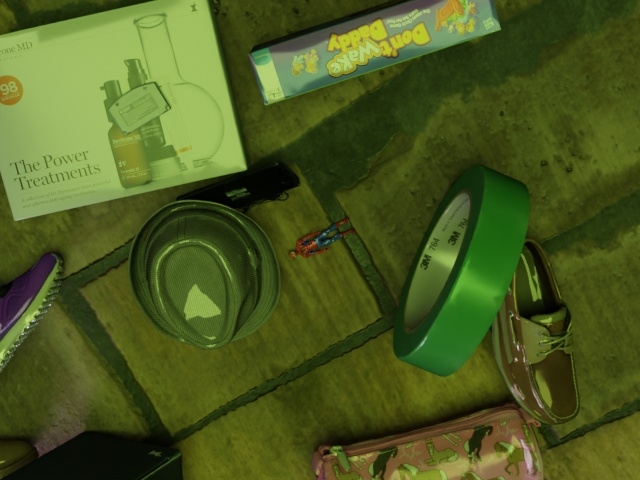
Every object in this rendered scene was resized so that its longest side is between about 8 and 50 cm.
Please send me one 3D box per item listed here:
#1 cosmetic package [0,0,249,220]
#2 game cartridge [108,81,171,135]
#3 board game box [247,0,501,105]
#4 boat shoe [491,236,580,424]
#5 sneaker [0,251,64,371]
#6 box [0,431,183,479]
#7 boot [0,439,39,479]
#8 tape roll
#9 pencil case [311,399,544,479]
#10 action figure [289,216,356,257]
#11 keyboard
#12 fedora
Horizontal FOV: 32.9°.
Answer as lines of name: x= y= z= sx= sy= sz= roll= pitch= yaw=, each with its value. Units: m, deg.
cosmetic package: x=-0.325 y=-0.211 z=1.689 sx=0.377 sy=0.097 sz=0.284 roll=-13 pitch=101 yaw=1
game cartridge: x=-0.275 y=-0.201 z=1.635 sx=0.083 sy=0.017 sz=0.056 roll=-29 pitch=106 yaw=4
board game box: x=0.071 y=-0.300 z=1.609 sx=0.347 sy=0.233 sz=0.078 roll=-18 pitch=103 yaw=3
boat shoe: x=0.345 y=0.142 z=1.739 sx=0.123 sy=0.116 sz=0.324 roll=-21 pitch=90 yaw=-24
sneaker: x=-0.537 y=0.120 z=1.736 sx=0.146 sy=0.102 sz=0.293 roll=36 pitch=86 yaw=-4
box: x=-0.377 y=0.553 z=1.732 sx=0.212 sy=0.293 sz=0.395 roll=6 pitch=104 yaw=26
boot: x=-0.620 y=0.280 z=1.797 sx=0.236 sy=0.089 sz=0.269 roll=-16 pitch=99 yaw=-5
tape roll: x=0.209 y=0.045 z=1.648 sx=0.077 sy=0.321 sz=0.321 roll=23 pitch=101 yaw=-7
pencil case: x=0.182 y=0.383 z=1.814 sx=0.386 sy=0.167 sz=0.160 roll=-13 pitch=68 yaw=1
action figure: x=0.000 y=0.000 z=1.782 sx=0.115 sy=0.030 sz=0.038 roll=-27 pitch=108 yaw=6
keyboard: x=-0.128 y=-0.084 z=1.736 sx=0.192 sy=0.038 sz=0.100 roll=-17 pitch=146 yaw=19
fedora: x=-0.186 y=0.075 z=1.719 sx=0.244 sy=0.124 sz=0.275 roll=-8 pitch=113 yaw=1
